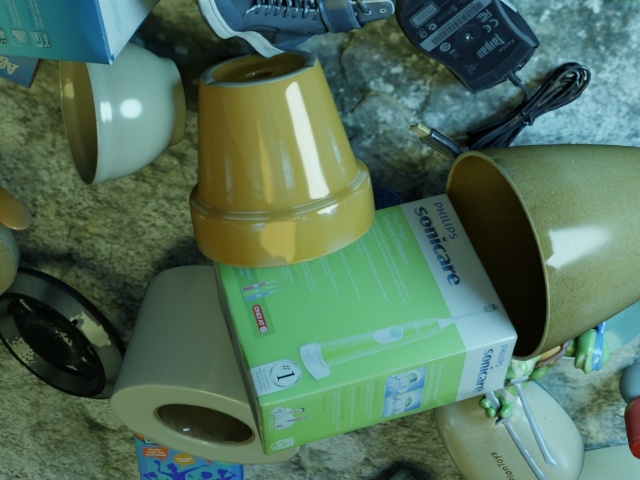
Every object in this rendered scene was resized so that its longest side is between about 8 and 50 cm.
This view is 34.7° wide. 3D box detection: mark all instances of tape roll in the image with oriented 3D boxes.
[{"bbox_3d":[-0.129,0.163,1.311,0.246,0.169,0.246,9,149,5],"label":"tape roll"}]

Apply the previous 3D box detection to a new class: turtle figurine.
[{"bbox_3d":[0.205,0.166,1.273,0.266,0.198,0.274,18,96,19],"label":"turtle figurine"}]

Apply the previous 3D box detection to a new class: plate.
[{"bbox_3d":[0.347,0.088,1.358,0.188,0.024,0.188,2,132,2],"label":"plate"}]

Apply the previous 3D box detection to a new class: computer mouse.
[{"bbox_3d":[0.148,-0.189,1.102,0.262,0.060,0.184,28,124,-35],"label":"computer mouse"}]

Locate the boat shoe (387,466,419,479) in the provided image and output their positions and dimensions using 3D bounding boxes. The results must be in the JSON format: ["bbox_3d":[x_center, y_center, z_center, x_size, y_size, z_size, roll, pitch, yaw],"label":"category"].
[{"bbox_3d":[0.078,0.476,1.673,0.109,0.091,0.305,-6,148,-44],"label":"boat shoe"}]

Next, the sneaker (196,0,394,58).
[{"bbox_3d":[-0.020,-0.245,0.979,0.163,0.226,0.086,-14,86,17],"label":"sneaker"}]

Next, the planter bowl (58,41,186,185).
[{"bbox_3d":[-0.210,-0.146,1.106,0.109,0.162,0.162,-10,136,-24],"label":"planter bowl"}]

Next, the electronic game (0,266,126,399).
[{"bbox_3d":[-0.352,0.127,1.371,0.229,0.048,0.229,19,136,20],"label":"electronic game"}]

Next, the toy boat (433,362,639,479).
[{"bbox_3d":[0.334,0.261,1.451,0.318,0.148,0.267,-15,125,25],"label":"toy boat"}]

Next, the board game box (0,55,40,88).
[{"bbox_3d":[-0.421,-0.272,1.075,0.281,0.027,0.145,21,128,-15],"label":"board game box"}]

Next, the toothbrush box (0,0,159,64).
[{"bbox_3d":[-0.316,-0.290,0.916,0.296,0.126,0.216,6,132,14],"label":"toothbrush box"}]

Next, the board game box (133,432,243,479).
[{"bbox_3d":[-0.201,0.316,1.573,0.160,0.047,0.210,2,131,1],"label":"board game box"}]

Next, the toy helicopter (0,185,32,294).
[{"bbox_3d":[-0.499,-0.056,1.204,0.235,0.140,0.355,-28,122,23],"label":"toy helicopter"}]

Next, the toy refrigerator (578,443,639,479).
[{"bbox_3d":[0.382,0.389,1.581,0.270,0.094,0.102,-13,137,15],"label":"toy refrigerator"}]

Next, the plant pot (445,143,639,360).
[{"bbox_3d":[0.305,-0.011,1.148,0.254,0.237,0.237,-14,133,-14],"label":"plant pot"}]

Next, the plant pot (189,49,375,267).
[{"bbox_3d":[-0.053,-0.099,1.113,0.205,0.205,0.187,-6,115,8],"label":"plant pot"}]

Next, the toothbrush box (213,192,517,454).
[{"bbox_3d":[0.043,0.089,1.139,0.283,0.206,0.122,-15,144,-10],"label":"toothbrush box"}]

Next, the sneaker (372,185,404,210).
[{"bbox_3d":[0.000,0.000,1.270,0.232,0.081,0.090,-13,144,14],"label":"sneaker"}]
